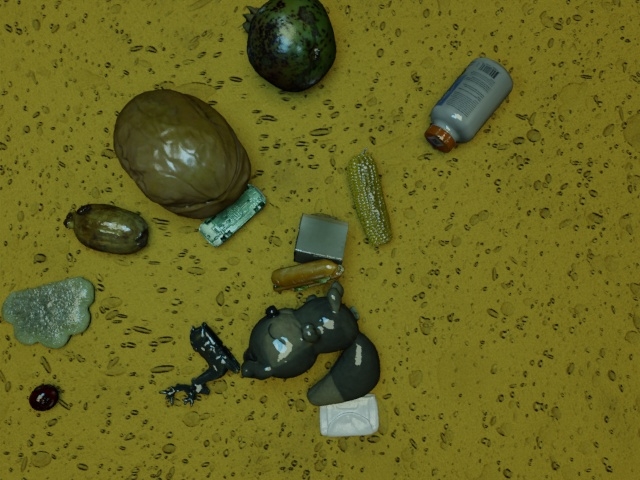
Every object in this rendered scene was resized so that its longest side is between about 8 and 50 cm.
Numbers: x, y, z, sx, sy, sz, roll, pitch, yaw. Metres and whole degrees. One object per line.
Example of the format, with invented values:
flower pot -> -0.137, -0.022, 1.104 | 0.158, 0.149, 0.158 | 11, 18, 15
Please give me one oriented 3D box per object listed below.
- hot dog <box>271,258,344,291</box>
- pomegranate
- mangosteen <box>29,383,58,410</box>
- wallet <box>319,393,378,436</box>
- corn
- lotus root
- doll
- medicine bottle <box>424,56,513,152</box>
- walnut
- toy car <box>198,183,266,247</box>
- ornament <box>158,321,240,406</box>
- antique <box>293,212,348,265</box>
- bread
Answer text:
hot dog -> -0.041, 0.110, 1.548 | 0.250, 0.100, 0.067 | -14, 63, 34
pomegranate -> -0.120, -0.612, 1.577 | 0.285, 0.285, 0.341 | -48, 56, -4
mangosteen -> -0.834, 0.474, 1.564 | 0.081, 0.081, 0.080 | 0, 86, -1
wallet -> 0.089, 0.541, 1.602 | 0.183, 0.032, 0.124 | -3, 84, -1
corn -> 0.148, -0.133, 1.613 | 0.102, 0.101, 0.310 | -12, 88, -2
lotus root -> -0.652, -0.037, 1.571 | 0.261, 0.128, 0.145 | 13, 96, 1
doll -> -0.035, 0.344, 1.509 | 0.383, 0.252, 0.378 | -31, 87, 3
medicine bottle -> 0.448, -0.410, 1.607 | 0.157, 0.157, 0.288 | 40, 86, 1
walnut -> -0.390, -0.248, 1.472 | 0.308, 0.354, 0.398 | -42, 73, -6
toy car -> -0.269, -0.076, 1.609 | 0.224, 0.076, 0.090 | -43, 87, -11
ornament -> -0.393, 0.390, 1.575 | 0.236, 0.080, 0.202 | -39, 92, -3
antique -> 0.000, 0.000, 1.570 | 0.152, 0.146, 0.147 | 12, 75, -1
bread -> -0.824, 0.230, 1.588 | 0.287, 0.056, 0.207 | -18, 85, -1
